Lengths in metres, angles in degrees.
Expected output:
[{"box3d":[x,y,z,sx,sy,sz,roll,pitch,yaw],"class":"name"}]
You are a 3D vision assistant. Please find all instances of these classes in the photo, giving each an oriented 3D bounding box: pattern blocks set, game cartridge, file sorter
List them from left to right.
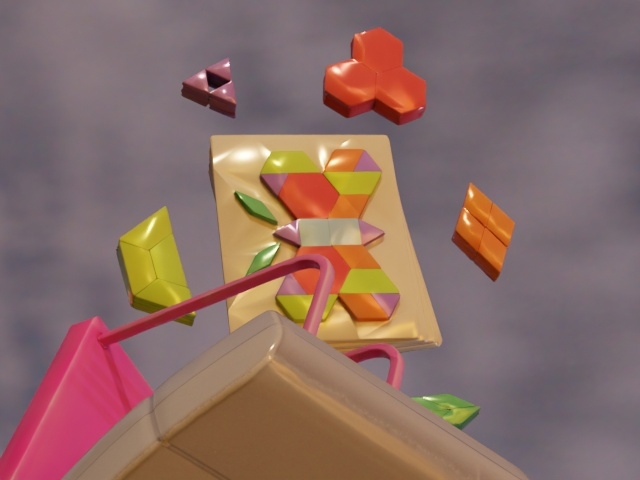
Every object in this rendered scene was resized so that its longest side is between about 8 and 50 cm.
[{"box3d":[-0.051,0.183,0.762,0.196,0.060,0.294,34,-79,-15],"class":"game cartridge"},{"box3d":[-0.011,0.183,0.926,0.182,0.202,0.290,-21,-65,25],"class":"file sorter"},{"box3d":[0.000,0.000,1.252,0.026,0.285,0.325,111,-40,-58],"class":"pattern blocks set"}]
